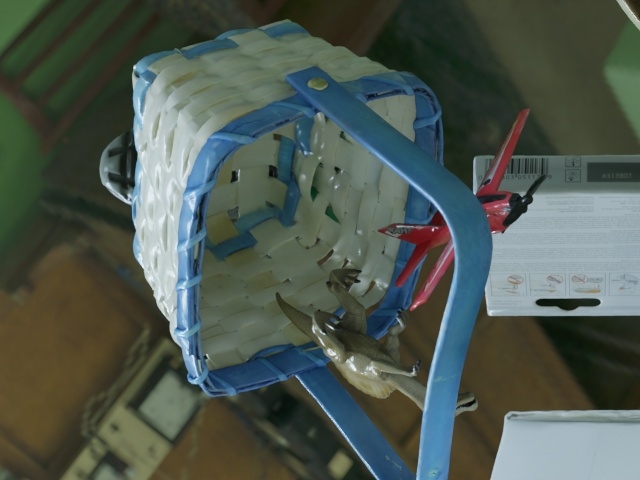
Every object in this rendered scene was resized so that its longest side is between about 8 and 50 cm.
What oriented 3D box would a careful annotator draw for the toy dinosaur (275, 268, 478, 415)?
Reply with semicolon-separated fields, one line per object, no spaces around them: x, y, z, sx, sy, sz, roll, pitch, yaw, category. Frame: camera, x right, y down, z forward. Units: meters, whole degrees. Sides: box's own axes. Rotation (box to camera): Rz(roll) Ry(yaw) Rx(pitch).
0.017;0.067;0.952;0.183;0.053;0.092;30;149;31;toy dinosaur

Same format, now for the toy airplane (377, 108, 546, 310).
0.082;-0.009;0.868;0.028;0.151;0.151;39;163;-18;toy airplane

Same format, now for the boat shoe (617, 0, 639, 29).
0.400;-0.191;1.408;0.341;0.122;0.110;49;179;18;boat shoe

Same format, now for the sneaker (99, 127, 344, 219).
-0.076;-0.052;1.375;0.267;0.101;0.106;3;164;-8;sneaker

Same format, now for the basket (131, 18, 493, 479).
0.000;0.000;0.932;0.289;0.201;0.254;51;147;38;basket

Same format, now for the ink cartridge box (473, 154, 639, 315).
0.264;-0.003;1.541;0.189;0.066;0.232;0;149;10;ink cartridge box

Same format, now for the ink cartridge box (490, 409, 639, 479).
0.246;0.294;0.851;0.160;0.279;0.385;-6;148;46;ink cartridge box
